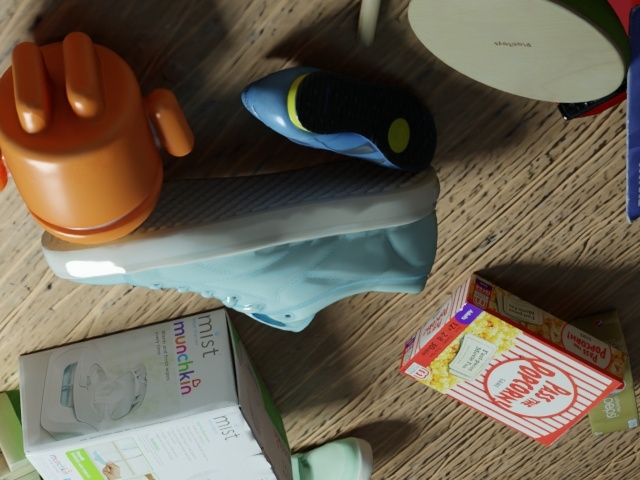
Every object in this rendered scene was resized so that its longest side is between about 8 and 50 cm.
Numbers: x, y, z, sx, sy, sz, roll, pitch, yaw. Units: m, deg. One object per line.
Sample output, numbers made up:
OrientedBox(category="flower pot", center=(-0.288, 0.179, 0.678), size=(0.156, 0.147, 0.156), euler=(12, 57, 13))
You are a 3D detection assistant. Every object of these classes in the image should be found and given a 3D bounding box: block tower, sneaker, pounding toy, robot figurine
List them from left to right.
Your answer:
OrientedBox(category="block tower", center=(-0.353, 0.302, 2.208), size=(0.097, 0.091, 0.335), euler=(-24, 148, -15))
OrientedBox(category="robot figurine", center=(-0.204, -0.080, 1.655), size=(0.158, 0.128, 0.219), euler=(-45, 153, -19))
OrientedBox(category="sneaker", center=(-0.066, 0.025, 1.800), size=(0.366, 0.135, 0.150), euler=(-7, 112, -5))
OrientedBox(category="sneaker", center=(-0.067, 0.290, 2.289), size=(0.256, 0.094, 0.151), euler=(-33, 138, 30))
OrientedBox(category="sneaker", center=(0.019, -0.109, 1.742), size=(0.082, 0.069, 0.209), euler=(6, 174, 43))
OrientedBox(category="pounding toy", center=(0.148, -0.210, 1.600), size=(0.237, 0.110, 0.183), euler=(17, 161, 11))

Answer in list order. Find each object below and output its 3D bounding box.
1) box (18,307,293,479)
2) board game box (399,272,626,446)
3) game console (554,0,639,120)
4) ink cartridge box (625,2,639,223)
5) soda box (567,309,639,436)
OrientedBox(category="box", center=(-0.169, 0.209, 2.106), size=(0.231, 0.127, 0.262), euler=(-15, 147, 6))
OrientedBox(category="board game box", center=(0.204, 0.129, 2.099), size=(0.193, 0.045, 0.147), euler=(27, 137, -12))
OrientedBox(category="game console", center=(0.264, -0.174, 1.742), size=(0.144, 0.085, 0.124), euler=(-28, 174, 26))
OrientedBox(category="ink cartridge box", center=(0.418, -0.150, 1.685), size=(0.330, 0.071, 0.324), euler=(-28, 149, -9))
OrientedBox(category="soda box", center=(0.317, 0.150, 2.206), size=(0.058, 0.061, 0.181), euler=(-13, 147, 5))
